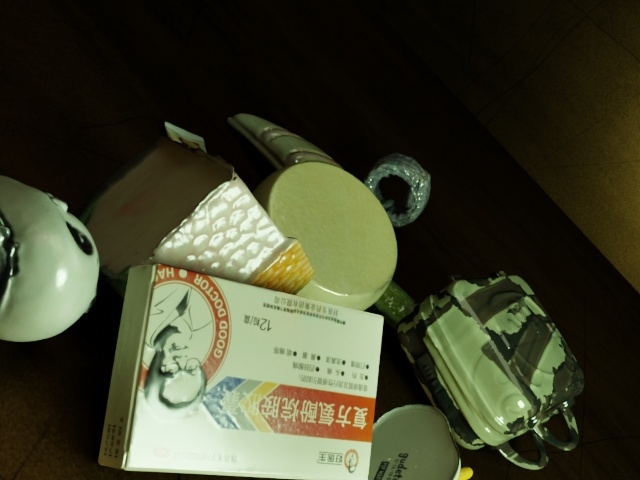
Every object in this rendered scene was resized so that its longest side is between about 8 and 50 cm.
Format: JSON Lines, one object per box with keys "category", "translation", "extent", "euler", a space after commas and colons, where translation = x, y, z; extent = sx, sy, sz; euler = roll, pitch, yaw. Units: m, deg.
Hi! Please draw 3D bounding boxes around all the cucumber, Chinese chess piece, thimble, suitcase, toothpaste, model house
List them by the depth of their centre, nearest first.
{"category": "model house", "translation": [-0.165, 0.024, 1.089], "extent": [0.237, 0.202, 0.237], "euler": [25, -22, 51]}
{"category": "toothpaste", "translation": [-0.198, -0.092, 1.356], "extent": [0.314, 0.056, 0.058], "euler": [-113, -173, -45]}
{"category": "Chinese chess piece", "translation": [0.000, 0.000, 1.357], "extent": [0.273, 0.102, 0.273], "euler": [18, 54, -27]}
{"category": "suitcase", "translation": [0.308, 0.233, 1.454], "extent": [0.352, 0.194, 0.339], "euler": [-2, 58, -55]}
{"category": "cucumber", "translation": [0.071, 0.075, 1.496], "extent": [0.211, 0.062, 0.078], "euler": [44, 56, -16]}
{"category": "thimble", "translation": [0.163, -0.107, 1.797], "extent": [0.150, 0.150, 0.098], "euler": [44, 22, -2]}

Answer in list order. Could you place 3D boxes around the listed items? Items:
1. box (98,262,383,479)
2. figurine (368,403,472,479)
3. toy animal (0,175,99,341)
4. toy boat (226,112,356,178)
{"category": "box", "translation": [-0.075, 0.166, 0.980], "extent": [0.353, 0.069, 0.214], "euler": [17, 74, -38]}
{"category": "figurine", "translation": [0.109, 0.352, 1.107], "extent": [0.250, 0.167, 0.141], "euler": [-44, 128, -41]}
{"category": "toy animal", "translation": [-0.335, 0.020, 0.838], "extent": [0.187, 0.165, 0.235], "euler": [39, 22, 31]}
{"category": "toy boat", "translation": [-0.015, -0.131, 1.616], "extent": [0.276, 0.111, 0.293], "euler": [20, 31, -39]}
